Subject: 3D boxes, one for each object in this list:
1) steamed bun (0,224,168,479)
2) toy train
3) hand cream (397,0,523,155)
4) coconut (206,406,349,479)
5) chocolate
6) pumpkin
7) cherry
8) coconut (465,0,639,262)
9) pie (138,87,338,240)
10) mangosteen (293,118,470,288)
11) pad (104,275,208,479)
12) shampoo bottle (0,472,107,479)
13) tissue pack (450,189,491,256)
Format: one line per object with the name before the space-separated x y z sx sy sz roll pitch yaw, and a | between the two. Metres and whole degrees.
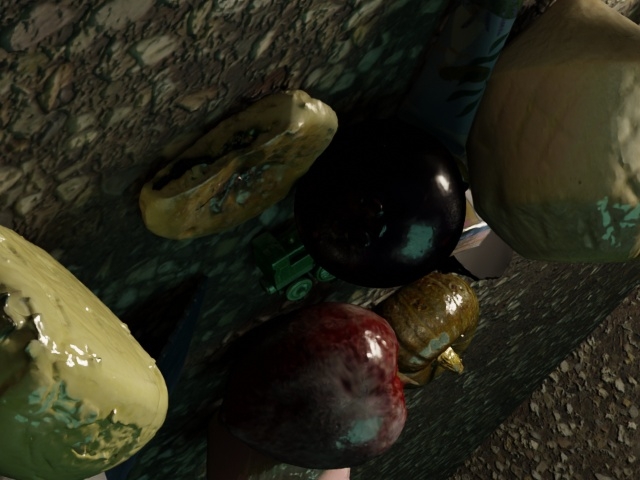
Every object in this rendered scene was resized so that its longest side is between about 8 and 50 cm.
steamed bun | -0.262 0.108 0.983 0.166 0.232 0.273 -45 158 0
toy train | 0.000 0.000 1.434 0.178 0.071 0.104 -31 148 -15
hand cream | 0.160 -0.203 1.257 0.058 0.091 0.271 -51 169 -41
coconut | -0.061 0.334 1.810 0.233 0.245 0.233 1 133 1
chocolate | 0.188 -0.002 1.695 0.156 0.156 0.133 -19 -178 -42
pumpkin | 0.171 0.163 1.939 0.219 0.162 0.219 -38 161 -15
cherry | -0.004 0.205 1.636 0.300 0.230 0.203 -13 -164 -17
coconut | 0.305 -0.135 1.373 0.329 0.329 0.329 -33 159 -14
pie | -0.078 -0.069 1.176 0.218 0.052 0.185 -36 165 -2
mangosteen | 0.075 -0.049 1.309 0.194 0.194 0.230 -50 177 29
pad | -0.208 0.204 1.395 0.269 0.012 0.269 113 2 -55
shampoo bottle | -0.362 0.289 1.137 0.266 0.273 0.273 -53 156 15
tissue pack | 0.140 -0.030 1.531 0.155 0.115 0.065 -21 156 -41
